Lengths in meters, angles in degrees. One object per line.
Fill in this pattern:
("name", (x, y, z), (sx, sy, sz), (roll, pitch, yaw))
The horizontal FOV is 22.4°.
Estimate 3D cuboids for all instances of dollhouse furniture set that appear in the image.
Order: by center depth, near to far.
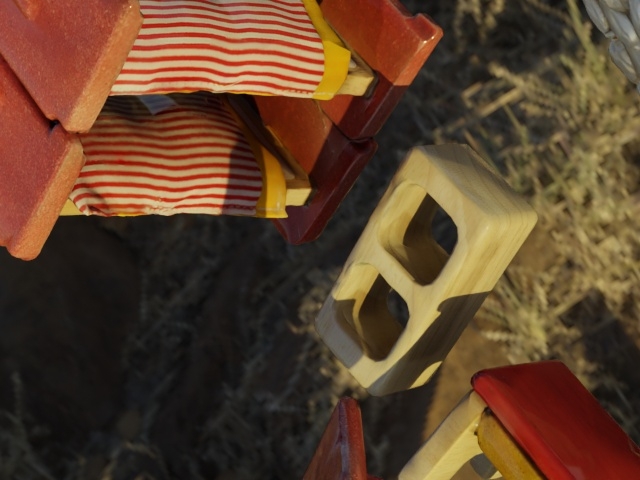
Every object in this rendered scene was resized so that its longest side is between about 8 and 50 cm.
("dollhouse furniture set", (0.000, 0.000, 0.742), (0.374, 0.201, 0.152), (50, 126, 31))

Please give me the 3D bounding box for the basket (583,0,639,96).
("basket", (0.329, -0.215, 0.979), (0.266, 0.328, 0.331), (-24, 13, 42))
